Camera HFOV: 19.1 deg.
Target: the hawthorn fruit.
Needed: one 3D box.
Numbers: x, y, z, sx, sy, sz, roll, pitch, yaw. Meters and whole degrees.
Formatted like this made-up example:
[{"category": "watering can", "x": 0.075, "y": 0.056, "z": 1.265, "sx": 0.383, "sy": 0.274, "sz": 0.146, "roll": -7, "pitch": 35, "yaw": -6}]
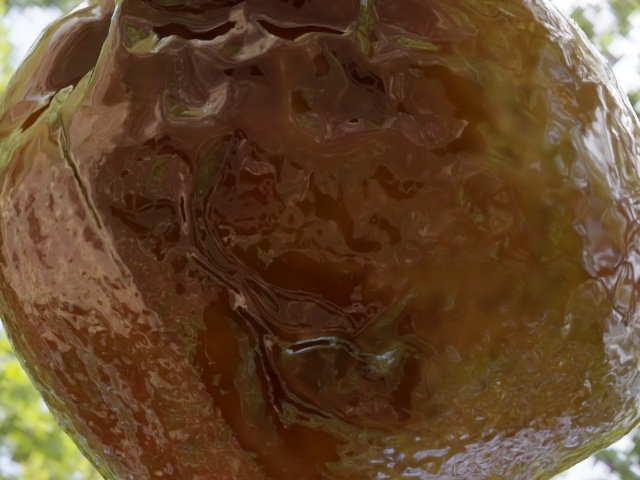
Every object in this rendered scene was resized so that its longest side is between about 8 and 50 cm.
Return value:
[{"category": "hawthorn fruit", "x": 0.000, "y": 0.000, "z": 1.255, "sx": 0.471, "sy": 0.471, "sz": 0.472, "roll": -25, "pitch": -131, "yaw": 32}]
